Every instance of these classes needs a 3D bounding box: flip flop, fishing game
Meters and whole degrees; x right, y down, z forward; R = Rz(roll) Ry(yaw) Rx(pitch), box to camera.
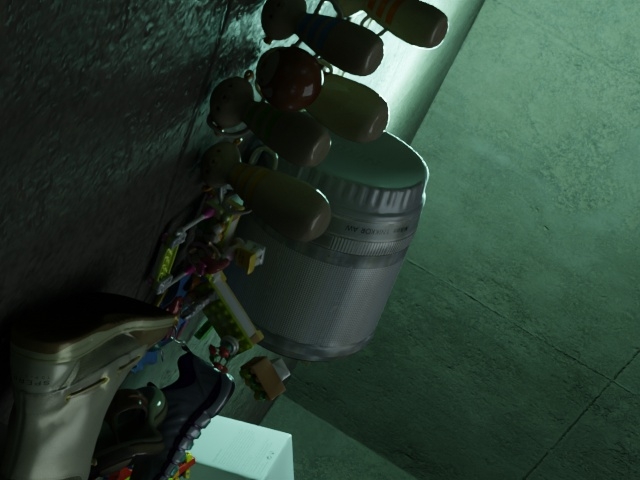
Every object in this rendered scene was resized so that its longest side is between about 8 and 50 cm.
[{"bbox_3d":[-0.232,0.204,1.115,0.112,0.080,0.277,-20,-172,1],"label":"flip flop"},{"bbox_3d":[-0.174,0.092,1.228,0.189,0.041,0.264,-59,175,6],"label":"fishing game"}]

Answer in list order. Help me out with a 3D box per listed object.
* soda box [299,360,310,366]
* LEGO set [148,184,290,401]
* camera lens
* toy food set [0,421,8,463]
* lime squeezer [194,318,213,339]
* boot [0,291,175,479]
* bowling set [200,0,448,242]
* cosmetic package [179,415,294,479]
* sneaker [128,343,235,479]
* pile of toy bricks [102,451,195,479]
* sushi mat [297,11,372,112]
[{"bbox_3d":[-0.073,0.099,1.401,0.058,0.181,0.061,-51,170,-50],"label":"soda box"},{"bbox_3d":[-0.116,0.063,1.077,0.107,0.132,0.287,-40,135,-55],"label":"LEGO set"},{"bbox_3d":[0.000,0.000,1.258,0.219,0.219,0.274,-48,161,-60],"label":"camera lens"},{"bbox_3d":[-0.346,0.330,0.872,0.220,0.092,0.306,-69,-175,-47],"label":"toy food set"},{"bbox_3d":[-0.095,0.017,1.519,0.110,0.059,0.310,15,111,-52],"label":"lime squeezer"},{"bbox_3d":[-0.203,0.136,0.840,0.213,0.077,0.165,-17,120,-72],"label":"boot"},{"bbox_3d":[-0.026,-0.159,0.897,0.287,0.154,0.200,-57,155,-2],"label":"bowling set"},{"bbox_3d":[-0.174,0.454,1.799,0.138,0.224,0.224,-53,148,-53],"label":"cosmetic package"},{"bbox_3d":[-0.211,0.246,1.276,0.224,0.098,0.083,-54,-173,-24],"label":"sneaker"},{"bbox_3d":[-0.266,0.309,1.356,0.212,0.118,0.105,-22,108,-67],"label":"pile of toy bricks"},{"bbox_3d":[0.055,-0.294,1.293,0.316,0.019,0.151,-60,173,14],"label":"sushi mat"}]
